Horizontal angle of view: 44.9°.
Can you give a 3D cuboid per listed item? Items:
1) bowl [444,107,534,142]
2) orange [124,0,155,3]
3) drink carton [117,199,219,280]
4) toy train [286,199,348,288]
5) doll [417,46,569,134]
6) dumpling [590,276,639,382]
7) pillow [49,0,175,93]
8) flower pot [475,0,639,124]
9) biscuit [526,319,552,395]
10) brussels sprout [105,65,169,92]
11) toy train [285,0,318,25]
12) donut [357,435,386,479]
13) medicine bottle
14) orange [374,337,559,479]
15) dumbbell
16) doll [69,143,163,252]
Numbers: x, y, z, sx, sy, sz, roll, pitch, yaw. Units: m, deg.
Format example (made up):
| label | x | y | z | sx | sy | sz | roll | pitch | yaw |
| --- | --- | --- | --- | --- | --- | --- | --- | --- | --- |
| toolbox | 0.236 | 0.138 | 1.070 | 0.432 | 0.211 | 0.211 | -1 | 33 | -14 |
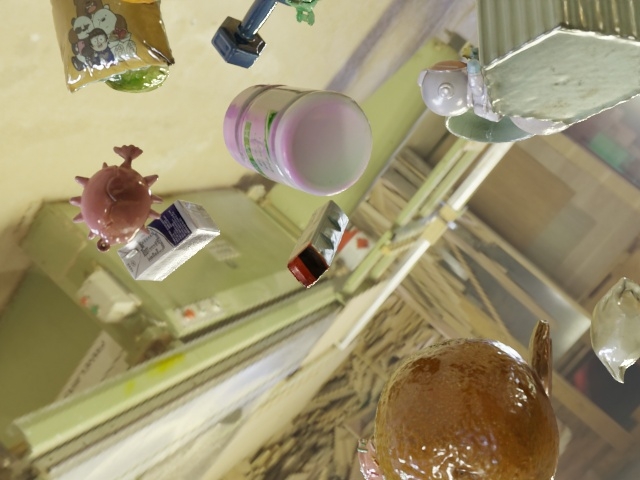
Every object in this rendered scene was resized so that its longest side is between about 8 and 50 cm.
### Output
| label | x | y | z | sx | sy | sz | roll | pitch | yaw |
| --- | --- | --- | --- | --- | --- | --- | --- | --- | --- |
| bowl | 0.520 | -0.409 | 2.306 | 0.289 | 0.289 | 0.146 | 84 | 12 | -74 |
| orange | -0.326 | -0.508 | 1.378 | 0.193 | 0.193 | 0.161 | -39 | 148 | -38 |
| drink carton | -0.388 | 0.005 | 1.979 | 0.222 | 0.102 | 0.134 | -39 | 168 | 12 |
| toy train | 0.000 | 0.000 | 2.003 | 0.089 | 0.086 | 0.409 | -36 | -169 | 19 |
| doll | 0.312 | -0.266 | 1.373 | 0.151 | 0.287 | 0.150 | 8 | 90 | -70 |
| dumpling | 0.713 | 0.206 | 1.822 | 0.162 | 0.132 | 0.250 | -10 | 101 | -44 |
| pillow | -0.480 | -0.511 | 1.734 | 0.310 | 0.312 | 0.119 | -8 | -177 | 27 |
| flower pot | 0.322 | -0.290 | 1.041 | 0.209 | 0.239 | 0.189 | 119 | -23 | -64 |
| biscuit | 0.498 | 0.289 | 1.762 | 0.277 | 0.052 | 0.262 | 71 | 26 | -45 |
| brussels sprout | -0.490 | -0.455 | 2.021 | 0.181 | 0.143 | 0.161 | -19 | 144 | -4 |
| toy train | -0.023 | -0.559 | 1.700 | 0.081 | 0.099 | 0.149 | 29 | 93 | -37 |
| donut | 0.142 | 0.443 | 1.531 | 0.166 | 0.117 | 0.065 | 10 | 169 | -38 |
| medicine bottle | -0.057 | -0.221 | 1.641 | 0.212 | 0.212 | 0.325 | -46 | -150 | -11 |
| orange | 0.258 | 0.331 | 1.363 | 0.322 | 0.322 | 0.357 | -53 | 173 | 21 |
| dumbbell | -0.169 | -0.632 | 2.143 | 0.325 | 0.144 | 0.160 | -44 | -161 | 39 |
| doll | -0.476 | -0.099 | 1.818 | 0.093 | 0.211 | 0.261 | 175 | -77 | -72 |
